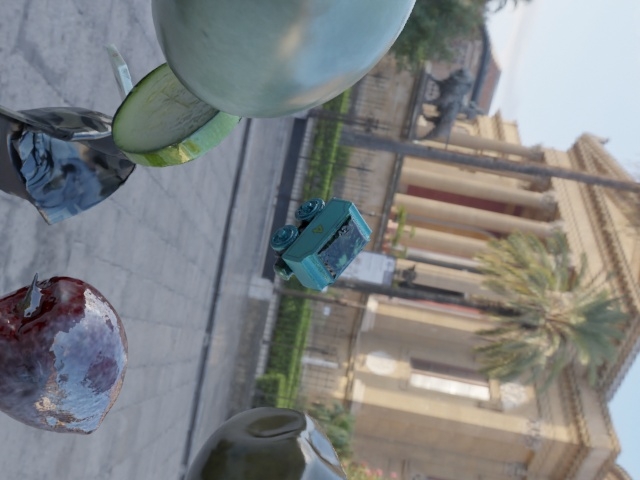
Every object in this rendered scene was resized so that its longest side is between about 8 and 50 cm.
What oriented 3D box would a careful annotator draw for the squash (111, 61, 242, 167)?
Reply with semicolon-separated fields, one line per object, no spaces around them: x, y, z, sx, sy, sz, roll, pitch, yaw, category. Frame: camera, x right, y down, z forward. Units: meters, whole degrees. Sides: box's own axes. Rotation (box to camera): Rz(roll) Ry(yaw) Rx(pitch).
-0.203;-0.196;1.079;0.041;0.219;0.219;54;36;-44;squash

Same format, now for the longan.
-0.090;0.421;1.214;0.350;0.289;0.288;-89;-171;-71;longan

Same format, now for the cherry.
-0.415;0.181;1.156;0.203;0.230;0.300;-126;-160;-59;cherry

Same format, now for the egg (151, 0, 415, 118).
-0.038;-0.267;0.776;0.352;0.259;0.258;-32;-142;48;egg

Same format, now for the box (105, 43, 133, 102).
-0.442;-0.348;1.675;0.090;0.024;0.166;54;-21;36;box

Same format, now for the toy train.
0.000;0.000;1.431;0.198;0.154;0.107;-48;126;-19;toy train

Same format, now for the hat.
-0.573;-0.223;1.468;0.366;0.382;0.257;-38;-171;49;hat
